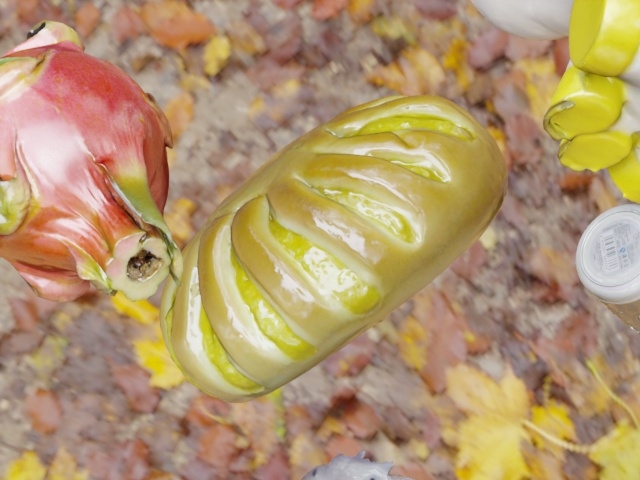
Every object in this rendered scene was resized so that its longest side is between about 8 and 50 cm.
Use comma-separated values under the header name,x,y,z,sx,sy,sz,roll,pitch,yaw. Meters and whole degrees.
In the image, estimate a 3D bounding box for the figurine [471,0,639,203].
name,x,y,z,sx,sy,sz,roll,pitch,yaw
figurine,0.119,-0.101,0.577,0.130,0.109,0.178,-30,46,10

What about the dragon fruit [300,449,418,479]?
name,x,y,z,sx,sy,sz,roll,pitch,yaw
dragon fruit,0.059,0.317,1.125,0.221,0.204,0.283,-1,55,41

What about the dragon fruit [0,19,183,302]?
name,x,y,z,sx,sy,sz,roll,pitch,yaw
dragon fruit,-0.086,-0.021,0.542,0.081,0.086,0.116,-47,36,2

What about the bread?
name,x,y,z,sx,sy,sz,roll,pitch,yaw
bread,0.000,0.000,0.885,0.213,0.213,0.104,-36,97,4

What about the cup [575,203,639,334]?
name,x,y,z,sx,sy,sz,roll,pitch,yaw
cup,0.232,0.030,1.089,0.074,0.099,0.102,-56,44,2
